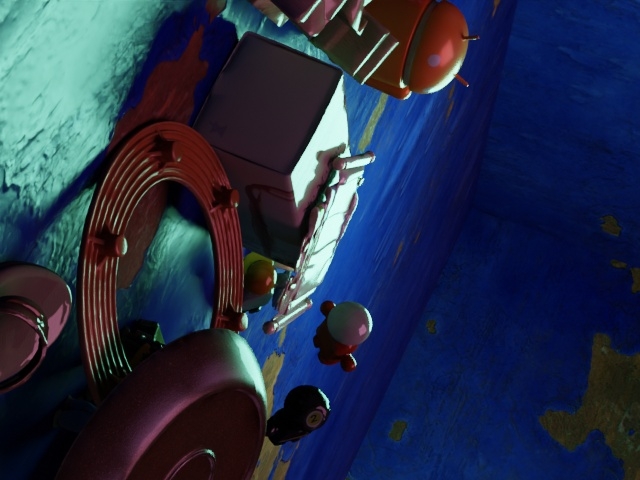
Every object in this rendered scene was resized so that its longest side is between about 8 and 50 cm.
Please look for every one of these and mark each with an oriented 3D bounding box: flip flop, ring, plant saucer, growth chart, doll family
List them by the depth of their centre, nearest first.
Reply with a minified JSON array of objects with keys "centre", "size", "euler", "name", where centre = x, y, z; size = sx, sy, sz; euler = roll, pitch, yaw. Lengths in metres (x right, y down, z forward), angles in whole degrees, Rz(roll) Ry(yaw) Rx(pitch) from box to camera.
[{"centre":[-0.261,0.080,1.035],"size":[0.277,0.080,0.112],"euler":[-2,113,-77],"name":"flip flop"},{"centre":[-0.148,0.234,1.310],"size":[0.311,0.050,0.310],"euler":[-39,145,-34],"name":"plant saucer"},{"centre":[-0.144,0.048,1.341],"size":[0.337,0.032,0.336],"euler":[1,90,-67],"name":"ring"},{"centre":[-0.195,0.163,1.403],"size":[0.076,0.111,0.193],"euler":[94,21,-55],"name":"doll family"},{"centre":[0.000,0.000,1.598],"size":[0.237,0.021,0.172],"euler":[-67,167,8],"name":"growth chart"}]

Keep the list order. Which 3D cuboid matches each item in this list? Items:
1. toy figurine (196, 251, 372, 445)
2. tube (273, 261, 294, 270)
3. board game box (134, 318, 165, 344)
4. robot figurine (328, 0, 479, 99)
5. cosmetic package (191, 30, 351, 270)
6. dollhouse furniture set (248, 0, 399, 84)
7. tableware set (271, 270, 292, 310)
[{"centre":[-0.058,0.144,1.741],"size":[0.213,0.210,0.148],"euler":[-59,-178,-26],"name":"toy figurine"},{"centre":[-0.029,-0.078,1.890],"size":[0.062,0.070,0.240],"euler":[13,97,-40],"name":"tube"},{"centre":[-0.220,0.232,1.498],"size":[0.136,0.030,0.259],"euler":[83,19,-61],"name":"board game box"},{"centre":[0.093,-0.265,1.695],"size":[0.128,0.219,0.158],"euler":[-16,127,-76],"name":"robot figurine"},{"centre":[-0.049,-0.095,1.572],"size":[0.153,0.129,0.296],"euler":[-63,167,-17],"name":"cosmetic package"},{"centre":[0.042,-0.412,1.399],"size":[0.394,0.256,0.362],"euler":[-49,169,6],"name":"dollhouse furniture set"},{"centre":[-0.043,0.034,1.994],"size":[0.141,0.020,0.169],"euler":[-65,-171,2],"name":"tableware set"}]
